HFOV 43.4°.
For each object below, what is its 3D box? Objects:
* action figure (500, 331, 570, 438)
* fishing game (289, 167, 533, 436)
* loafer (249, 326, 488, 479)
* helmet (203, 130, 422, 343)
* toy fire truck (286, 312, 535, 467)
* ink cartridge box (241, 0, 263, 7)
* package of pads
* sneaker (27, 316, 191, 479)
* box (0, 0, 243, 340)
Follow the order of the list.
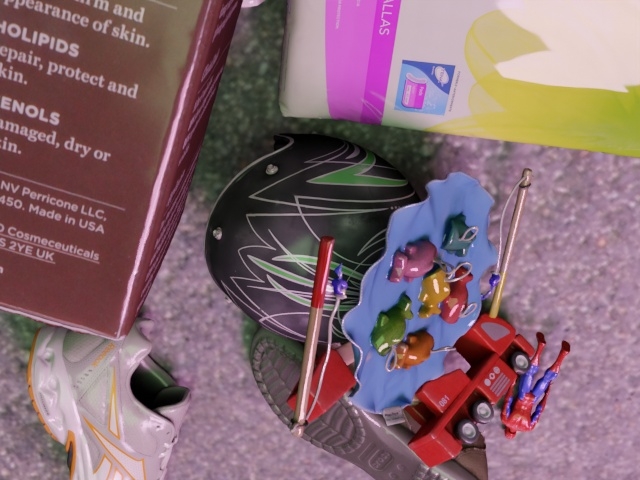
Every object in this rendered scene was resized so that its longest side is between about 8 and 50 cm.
[{"bbox_3d":[0.192,0.137,0.736,0.038,0.030,0.115,17,116,1],"label":"action figure"},{"bbox_3d":[0.080,0.046,0.572,0.041,0.264,0.189,25,115,34],"label":"fishing game"},{"bbox_3d":[0.047,0.151,0.725,0.251,0.087,0.094,39,134,-1],"label":"loafer"},{"bbox_3d":[0.000,0.000,0.615,0.169,0.161,0.169,1,111,1],"label":"helmet"},{"bbox_3d":[0.080,0.109,0.668,0.135,0.192,0.047,46,147,4],"label":"toy fire truck"},{"bbox_3d":[-0.135,-0.295,0.529,0.198,0.115,0.273,0,112,1],"label":"ink cartridge box"},{"bbox_3d":[0.127,-0.184,0.542,0.296,0.101,0.229,6,132,-1],"label":"package of pads"},{"bbox_3d":[-0.166,0.189,0.732,0.121,0.099,0.262,-14,111,2],"label":"sneaker"},{"bbox_3d":[-0.102,-0.164,0.417,0.143,0.191,0.381,19,111,-8],"label":"box"}]
